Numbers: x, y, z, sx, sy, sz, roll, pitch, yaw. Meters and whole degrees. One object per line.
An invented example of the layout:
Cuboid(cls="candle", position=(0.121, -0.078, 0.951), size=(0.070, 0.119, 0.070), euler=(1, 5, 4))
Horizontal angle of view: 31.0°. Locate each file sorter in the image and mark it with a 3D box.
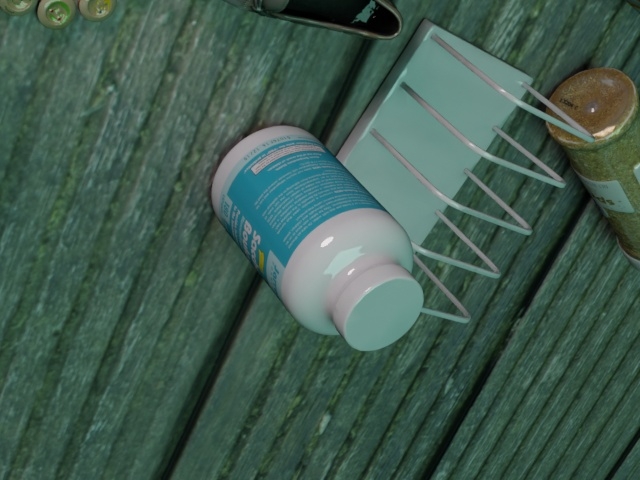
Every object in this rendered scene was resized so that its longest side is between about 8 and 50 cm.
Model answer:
Cuboid(cls="file sorter", position=(0.152, -0.070, 1.330), size=(0.193, 0.173, 0.277), euler=(17, 112, -43))

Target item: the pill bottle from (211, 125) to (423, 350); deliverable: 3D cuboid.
Cuboid(cls="pill bottle", position=(0.000, 0.000, 1.213), size=(0.146, 0.264, 0.146), euler=(-19, 132, -22))

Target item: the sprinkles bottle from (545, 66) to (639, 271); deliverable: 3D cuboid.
Cuboid(cls="sprinkles bottle", position=(0.415, -0.083, 1.541), size=(0.121, 0.121, 0.355), euler=(-43, 136, 2))

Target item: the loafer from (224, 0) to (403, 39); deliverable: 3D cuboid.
Cuboid(cls="loafer", position=(-0.025, -0.255, 1.117), size=(0.267, 0.084, 0.096), euler=(8, 119, -41))

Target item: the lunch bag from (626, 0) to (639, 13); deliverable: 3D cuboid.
Cuboid(cls="lunch bag", position=(0.427, -0.381, 1.281), size=(0.223, 0.160, 0.262), euler=(23, 105, -47))

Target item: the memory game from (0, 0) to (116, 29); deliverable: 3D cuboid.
Cuboid(cls="memory game", position=(-0.221, -0.272, 1.022), size=(0.186, 0.012, 0.186), euler=(-19, 132, -22))
